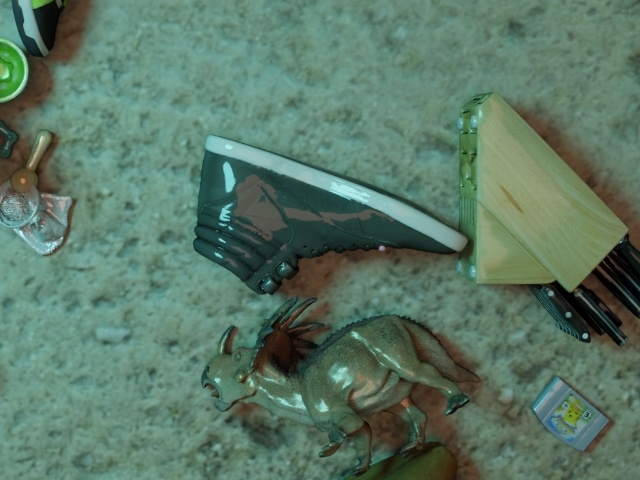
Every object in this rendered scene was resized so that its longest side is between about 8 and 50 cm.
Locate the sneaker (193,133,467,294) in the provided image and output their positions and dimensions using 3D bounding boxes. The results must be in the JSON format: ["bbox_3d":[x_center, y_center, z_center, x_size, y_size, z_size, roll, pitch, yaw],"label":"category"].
[{"bbox_3d":[0.000,0.000,1.178,0.295,0.104,0.147,18,95,-2],"label":"sneaker"}]

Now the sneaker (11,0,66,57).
[{"bbox_3d":[-0.258,-0.303,1.126,0.097,0.084,0.235,5,95,-8],"label":"sneaker"}]

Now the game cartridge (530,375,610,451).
[{"bbox_3d":[0.285,0.202,1.268,0.083,0.017,0.056,39,94,-8],"label":"game cartridge"}]

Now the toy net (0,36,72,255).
[{"bbox_3d":[-0.338,-0.090,1.158,0.122,0.045,0.232,-17,97,-4],"label":"toy net"}]

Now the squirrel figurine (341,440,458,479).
[{"bbox_3d":[0.051,0.484,1.171,0.397,0.281,0.370,-22,109,0],"label":"squirrel figurine"}]

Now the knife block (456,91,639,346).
[{"bbox_3d":[0.275,-0.023,1.209,0.242,0.088,0.276,-1,95,-7],"label":"knife block"}]

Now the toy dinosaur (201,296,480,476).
[{"bbox_3d":[0.036,0.134,1.191,0.295,0.127,0.200,-16,60,-20],"label":"toy dinosaur"}]
